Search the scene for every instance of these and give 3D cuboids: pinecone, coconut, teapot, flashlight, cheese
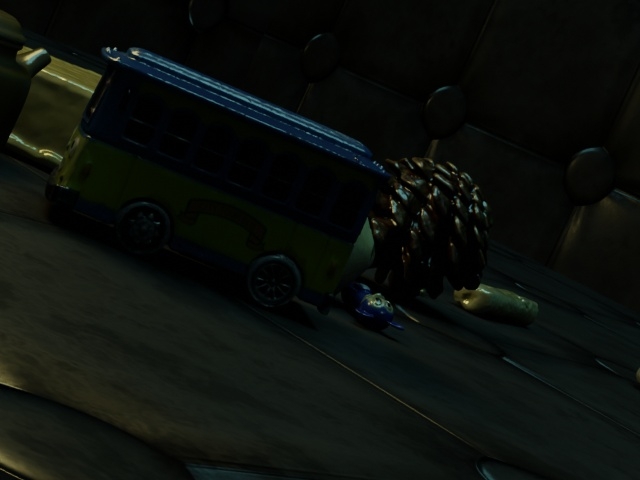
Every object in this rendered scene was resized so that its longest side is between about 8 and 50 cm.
[{"bbox_3d":[0.112,-0.013,1.901,0.205,0.179,0.184,-13,17,-34],"label":"pinecone"},{"bbox_3d":[0.000,0.000,1.620,0.122,0.116,0.116,20,5,12],"label":"coconut"},{"bbox_3d":[-0.388,-0.194,1.521,0.186,0.175,0.268,26,6,42],"label":"teapot"},{"bbox_3d":[0.050,0.066,1.604,0.057,0.035,0.121,21,7,-19],"label":"flashlight"},{"bbox_3d":[-0.297,-0.144,1.757,0.384,0.104,0.384,24,6,-3],"label":"cheese"},{"bbox_3d":[0.253,0.088,2.173,0.065,0.043,0.194,29,8,32],"label":"cheese"}]

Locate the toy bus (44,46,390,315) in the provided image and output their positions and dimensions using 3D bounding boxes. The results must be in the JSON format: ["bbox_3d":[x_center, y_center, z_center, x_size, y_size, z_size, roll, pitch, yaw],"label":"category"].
[{"bbox_3d":[-0.100,-0.058,1.434,0.288,0.175,0.138,23,7,-13],"label":"toy bus"}]

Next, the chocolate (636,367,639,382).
[{"bbox_3d":[0.537,0.213,1.987,0.185,0.100,0.303,27,9,-7],"label":"chocolate"}]

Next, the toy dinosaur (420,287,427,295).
[{"bbox_3d":[0.121,0.057,2.058,0.060,0.029,0.120,10,4,29],"label":"toy dinosaur"}]
